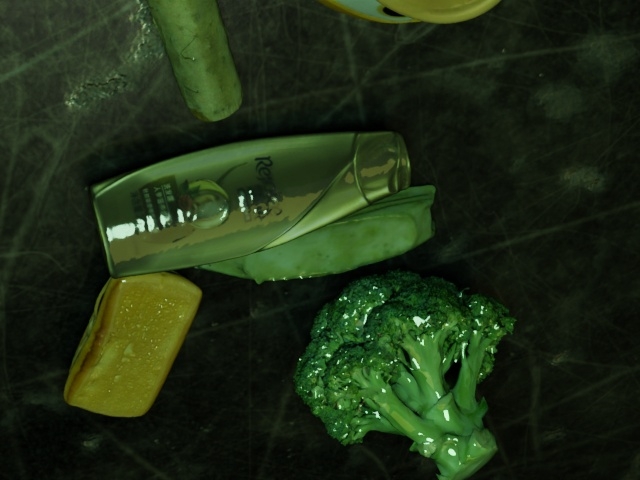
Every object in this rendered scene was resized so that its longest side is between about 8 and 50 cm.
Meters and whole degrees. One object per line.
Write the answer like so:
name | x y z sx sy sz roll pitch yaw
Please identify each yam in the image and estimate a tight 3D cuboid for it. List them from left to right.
yam | -0.149 -0.282 1.746 0.083 0.083 0.372 -18 127 -6

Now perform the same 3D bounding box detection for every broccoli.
broccoli | 0.112 0.154 2.031 0.270 0.270 0.270 -27 153 -15

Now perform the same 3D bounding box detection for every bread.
bread | -0.218 0.110 2.005 0.116 0.077 0.200 14 117 -25

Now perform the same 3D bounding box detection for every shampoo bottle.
shampoo bottle | -0.074 -0.050 1.927 0.350 0.084 0.126 -13 98 -10

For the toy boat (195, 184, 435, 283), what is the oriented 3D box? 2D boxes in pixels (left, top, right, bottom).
toy boat | 0.000 0.000 2.011 0.293 0.055 0.093 -11 124 -11

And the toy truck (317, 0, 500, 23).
toy truck | 0.088 -0.336 1.704 0.204 0.212 0.288 22 111 -28
